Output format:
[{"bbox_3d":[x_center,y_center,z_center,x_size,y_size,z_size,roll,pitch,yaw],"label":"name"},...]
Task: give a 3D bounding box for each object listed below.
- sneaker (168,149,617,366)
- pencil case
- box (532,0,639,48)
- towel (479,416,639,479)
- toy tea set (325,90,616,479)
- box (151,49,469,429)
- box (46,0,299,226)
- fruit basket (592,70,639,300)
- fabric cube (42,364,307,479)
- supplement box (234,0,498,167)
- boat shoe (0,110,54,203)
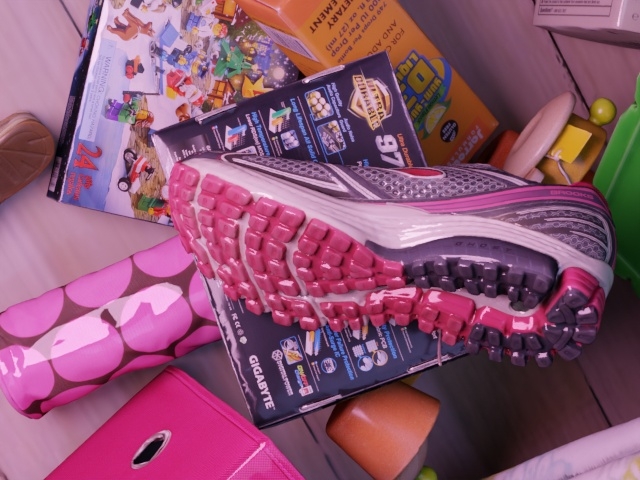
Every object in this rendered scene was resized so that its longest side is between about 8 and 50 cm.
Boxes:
[{"bbox_3d":[0.044,-0.004,1.307,0.299,0.121,0.112,14,50,9],"label":"sneaker"},{"bbox_3d":[-0.134,0.060,1.446,0.209,0.098,0.095,-20,77,-2],"label":"pencil case"},{"bbox_3d":[0.267,-0.265,1.536,0.126,0.148,0.232,9,94,-21],"label":"box"},{"bbox_3d":[0.260,0.273,1.509,0.320,0.374,0.090,41,47,-18],"label":"towel"},{"bbox_3d":[0.130,0.051,1.495,0.124,0.200,0.336,35,84,-6],"label":"toy tea set"},{"bbox_3d":[0.000,0.000,1.377,0.175,0.051,0.220,-20,86,-2],"label":"box"},{"bbox_3d":[-0.098,-0.127,1.475,0.159,0.044,0.233,12,92,-21],"label":"box"},{"bbox_3d":[0.423,-0.033,1.402,0.392,0.392,0.283,-2,136,-20],"label":"fruit basket"},{"bbox_3d":[-0.095,0.283,1.417,0.258,0.254,0.259,-42,109,-9],"label":"fabric cube"},{"bbox_3d":[0.035,-0.136,1.469,0.078,0.080,0.233,-52,132,-7],"label":"supplement box"},{"bbox_3d":[-0.261,-0.038,1.432,0.153,0.048,0.056,-41,120,-4],"label":"boat shoe"}]
